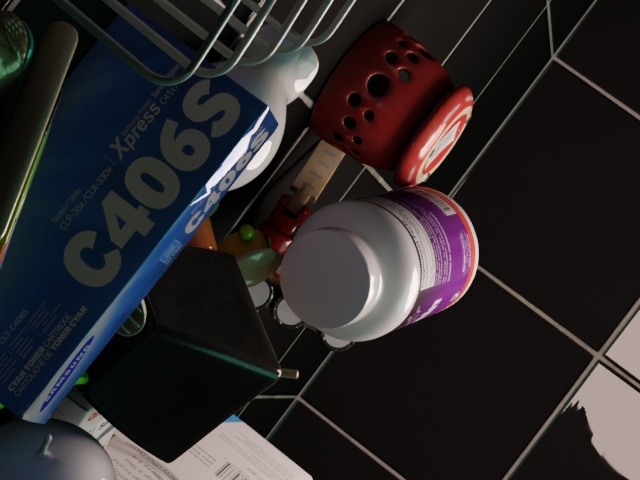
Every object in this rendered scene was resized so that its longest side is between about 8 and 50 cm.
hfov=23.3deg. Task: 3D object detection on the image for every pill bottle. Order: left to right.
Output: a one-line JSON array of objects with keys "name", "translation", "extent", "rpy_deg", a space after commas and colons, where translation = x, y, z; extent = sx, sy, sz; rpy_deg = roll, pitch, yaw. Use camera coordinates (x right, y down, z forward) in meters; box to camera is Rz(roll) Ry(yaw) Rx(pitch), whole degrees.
[{"name": "pill bottle", "translation": [0.074, 0.030, 2.033], "extent": [0.181, 0.181, 0.323], "rpy_deg": [-57, 162, 21]}]

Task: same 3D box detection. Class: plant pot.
[{"name": "plant pot", "translation": [-0.188, 0.113, 1.755], "extent": [0.187, 0.188, 0.167], "rpy_deg": [-39, 143, 19]}, {"name": "plant pot", "translation": [0.107, -0.184, 2.171], "extent": [0.191, 0.174, 0.191], "rpy_deg": [-51, 167, -17]}]

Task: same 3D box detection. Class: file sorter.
[{"name": "file sorter", "translation": [-0.076, -0.243, 1.191], "extent": [0.173, 0.193, 0.278], "rpy_deg": [-54, 169, 25]}]

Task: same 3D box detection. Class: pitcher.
[{"name": "pitcher", "translation": [-0.106, -0.124, 1.660], "extent": [0.178, 0.125, 0.207], "rpy_deg": [-42, -171, 39]}]

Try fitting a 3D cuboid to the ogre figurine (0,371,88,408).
[{"name": "ogre figurine", "translation": [-0.303, 0.122, 1.637], "extent": [0.197, 0.097, 0.118], "rpy_deg": [-65, 156, 6]}]

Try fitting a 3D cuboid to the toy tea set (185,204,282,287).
[{"name": "toy tea set", "translation": [-0.165, 0.032, 1.976], "extent": [0.200, 0.124, 0.336], "rpy_deg": [-12, 152, -27]}]

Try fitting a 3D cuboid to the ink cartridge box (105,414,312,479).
[{"name": "ink cartridge box", "translation": [-0.240, 0.395, 2.241], "extent": [0.395, 0.285, 0.166], "rpy_deg": [-35, 160, -56]}]

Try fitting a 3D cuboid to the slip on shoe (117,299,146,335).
[{"name": "slip on shoe", "translation": [-0.226, 0.038, 1.618], "extent": [0.051, 0.135, 0.041], "rpy_deg": [-35, -163, 9]}]

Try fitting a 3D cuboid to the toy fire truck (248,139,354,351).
[{"name": "toy fire truck", "translation": [0.000, 0.000, 2.250], "extent": [0.246, 0.217, 0.158], "rpy_deg": [-60, -163, 10]}]

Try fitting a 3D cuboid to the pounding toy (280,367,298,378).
[{"name": "pounding toy", "translation": [-0.129, 0.154, 1.896], "extent": [0.141, 0.130, 0.100], "rpy_deg": [-43, 138, -8]}]

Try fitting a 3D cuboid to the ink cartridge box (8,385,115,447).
[{"name": "ink cartridge box", "translation": [-0.321, 0.234, 1.927], "extent": [0.208, 0.087, 0.153], "rpy_deg": [-59, 168, 27]}]

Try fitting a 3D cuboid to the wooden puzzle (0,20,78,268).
[{"name": "wooden puzzle", "translation": [-0.251, -0.026, 1.214], "extent": [0.238, 0.044, 0.221], "rpy_deg": [-49, -158, 52]}]

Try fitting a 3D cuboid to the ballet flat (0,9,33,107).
[{"name": "ballet flat", "translation": [-0.285, -0.089, 1.175], "extent": [0.067, 0.073, 0.206], "rpy_deg": [0, 129, -42]}]

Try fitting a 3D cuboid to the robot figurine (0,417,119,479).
[{"name": "robot figurine", "translation": [-0.313, 0.348, 1.782], "extent": [0.200, 0.300, 0.353], "rpy_deg": [-74, 156, -53]}]

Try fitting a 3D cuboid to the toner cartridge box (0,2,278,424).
[{"name": "toner cartridge box", "translation": [-0.209, -0.024, 1.387], "extent": [0.348, 0.165, 0.075], "rpy_deg": [-53, 168, -4]}]
